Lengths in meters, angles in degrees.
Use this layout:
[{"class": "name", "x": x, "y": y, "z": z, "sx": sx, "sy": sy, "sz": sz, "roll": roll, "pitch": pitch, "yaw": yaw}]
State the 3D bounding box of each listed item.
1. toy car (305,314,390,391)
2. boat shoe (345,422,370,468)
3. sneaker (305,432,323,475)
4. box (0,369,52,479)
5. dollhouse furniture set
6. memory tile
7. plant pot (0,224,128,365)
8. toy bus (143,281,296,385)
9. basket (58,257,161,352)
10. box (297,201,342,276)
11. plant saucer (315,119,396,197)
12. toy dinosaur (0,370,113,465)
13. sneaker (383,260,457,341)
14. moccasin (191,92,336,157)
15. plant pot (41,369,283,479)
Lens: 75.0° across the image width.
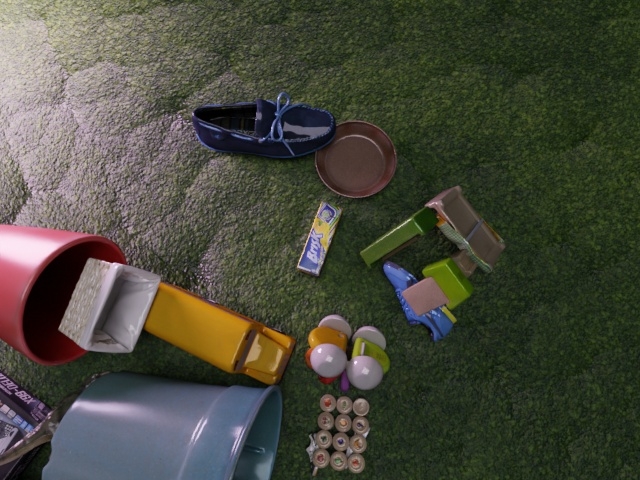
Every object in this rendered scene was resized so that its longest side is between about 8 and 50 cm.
[{"class": "toy car", "x": 0.053, "y": 0.259, "z": 0.896, "sx": 0.181, "sy": 0.159, "sz": 0.136, "roll": 18, "pitch": 114, "yaw": 3}, {"class": "boat shoe", "x": 0.070, "y": 0.440, "z": 0.904, "sx": 0.035, "sy": 0.035, "sz": 0.100, "roll": 30, "pitch": 79, "yaw": 15}, {"class": "sneaker", "x": -0.016, "y": 0.461, "z": 0.903, "sx": 0.036, "sy": 0.032, "sz": 0.083, "roll": 6, "pitch": 70, "yaw": 7}, {"class": "box", "x": -0.760, "y": 0.401, "z": 0.889, "sx": 0.307, "sy": 0.076, "sz": 0.242, "roll": 35, "pitch": 81, "yaw": 6}, {"class": "dollhouse furniture set", "x": 0.264, "y": 0.020, "z": 0.935, "sx": 0.198, "sy": 0.151, "sz": 0.301, "roll": 54, "pitch": 40, "yaw": 4}, {"class": "memory tile", "x": 0.046, "y": 0.411, "z": 0.895, "sx": 0.113, "sy": 0.012, "sz": 0.148, "roll": 5, "pitch": 62, "yaw": 8}, {"class": "plant pot", "x": -0.593, "y": 0.091, "z": 0.869, "sx": 0.243, "sy": 0.275, "sz": 0.275, "roll": 15, "pitch": 79, "yaw": 13}, {"class": "toy bus", "x": -0.226, "y": 0.193, "z": 0.886, "sx": 0.332, "sy": 0.130, "sz": 0.108, "roll": 20, "pitch": 80, "yaw": 19}, {"class": "basket", "x": -0.417, "y": 0.125, "z": 0.829, "sx": 0.103, "sy": 0.113, "sz": 0.167, "roll": 14, "pitch": 79, "yaw": 29}, {"class": "box", "x": 0.000, "y": 0.000, "z": 0.975, "sx": 0.054, "sy": 0.059, "sz": 0.169, "roll": 19, "pitch": 79, "yaw": 6}, {"class": "plant saucer", "x": 0.086, "y": -0.196, "z": 1.025, "sx": 0.198, "sy": 0.036, "sz": 0.199, "roll": 0, "pitch": 80, "yaw": 1}, {"class": "toy dinosaur", "x": -0.530, "y": 0.393, "z": 0.859, "sx": 0.064, "sy": 0.268, "sz": 0.118, "roll": -27, "pitch": 101, "yaw": 37}, {"class": "sneaker", "x": 0.208, "y": 0.138, "z": 0.945, "sx": 0.082, "sy": 0.069, "sz": 0.209, "roll": -44, "pitch": 82, "yaw": -4}, {"class": "moccasin", "x": -0.135, "y": -0.264, "z": 0.981, "sx": 0.341, "sy": 0.117, "sz": 0.138, "roll": -5, "pitch": 71, "yaw": 4}, {"class": "plant pot", "x": -0.278, "y": 0.406, "z": 0.780, "sx": 0.334, "sy": 0.341, "sz": 0.341, "roll": 10, "pitch": 79, "yaw": 11}]
